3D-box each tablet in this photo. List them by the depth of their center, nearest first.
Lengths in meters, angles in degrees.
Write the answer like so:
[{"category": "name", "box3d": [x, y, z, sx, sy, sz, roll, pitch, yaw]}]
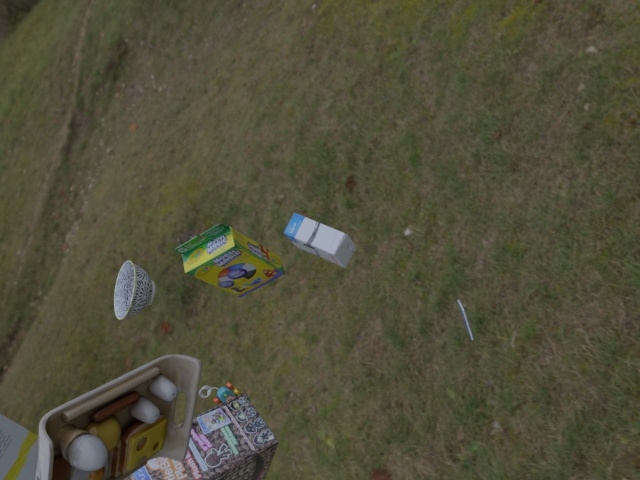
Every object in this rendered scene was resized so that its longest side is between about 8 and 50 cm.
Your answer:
[{"category": "tablet", "box3d": [0.324, 0.177, 1.294, 0.006, 0.083, 0.054, -19, 18, 6]}]

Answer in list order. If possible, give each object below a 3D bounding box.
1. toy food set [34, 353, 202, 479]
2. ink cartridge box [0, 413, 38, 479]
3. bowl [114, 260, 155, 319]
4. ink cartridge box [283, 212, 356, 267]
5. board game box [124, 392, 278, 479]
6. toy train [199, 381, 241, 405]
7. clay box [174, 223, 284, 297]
[{"category": "toy food set", "box3d": [-0.313, 0.335, 0.922, 0.092, 0.306, 0.219, 22, 110, 25]}, {"category": "ink cartridge box", "box3d": [-0.717, 0.461, 1.211, 0.279, 0.384, 0.160, 5, 54, 22]}, {"category": "bowl", "box3d": [-0.527, 0.146, 1.665, 0.170, 0.080, 0.170, -19, 67, 51]}, {"category": "ink cartridge box", "box3d": [0.000, 0.000, 1.820, 0.191, 0.139, 0.082, 24, 79, 25]}, {"category": "board game box", "box3d": [-0.264, 0.501, 1.242, 0.141, 0.291, 0.232, 46, 138, 31]}, {"category": "toy train", "box3d": [-0.241, 0.432, 1.408, 0.046, 0.125, 0.166, 15, 109, 56]}, {"category": "clay box", "box3d": [-0.188, 0.046, 1.218, 0.127, 0.222, 0.053, -29, 59, 18]}]
